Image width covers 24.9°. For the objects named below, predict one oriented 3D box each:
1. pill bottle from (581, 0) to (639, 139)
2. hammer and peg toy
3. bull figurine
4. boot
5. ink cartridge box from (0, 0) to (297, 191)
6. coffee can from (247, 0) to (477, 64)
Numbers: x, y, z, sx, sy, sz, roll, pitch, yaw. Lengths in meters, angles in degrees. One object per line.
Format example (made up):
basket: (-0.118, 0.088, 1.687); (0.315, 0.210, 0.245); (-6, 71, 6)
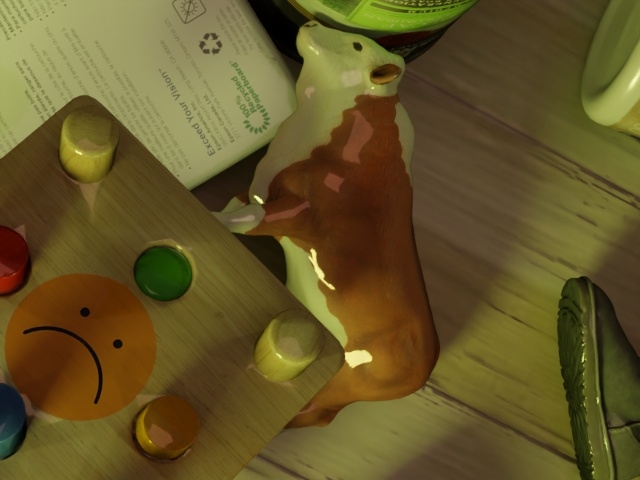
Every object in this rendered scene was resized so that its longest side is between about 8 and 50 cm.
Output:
pill bottle: (0.359, -0.122, 1.165); (0.265, 0.153, 0.153); (21, 82, -8)
hammer and peg toy: (-0.196, 0.038, 0.918); (0.361, 0.127, 0.266); (44, 69, 3)
bull figurine: (0.000, 0.000, 1.070); (0.188, 0.101, 0.310); (-19, 115, -9)
boot: (0.304, 0.106, 1.175); (0.209, 0.076, 0.189); (-9, 101, -5)
ink cartridge box: (-0.227, -0.147, 1.096); (0.330, 0.071, 0.324); (-31, 91, -3)
coffee can: (0.048, -0.246, 1.055); (0.202, 0.275, 0.201); (1, 85, -10)
